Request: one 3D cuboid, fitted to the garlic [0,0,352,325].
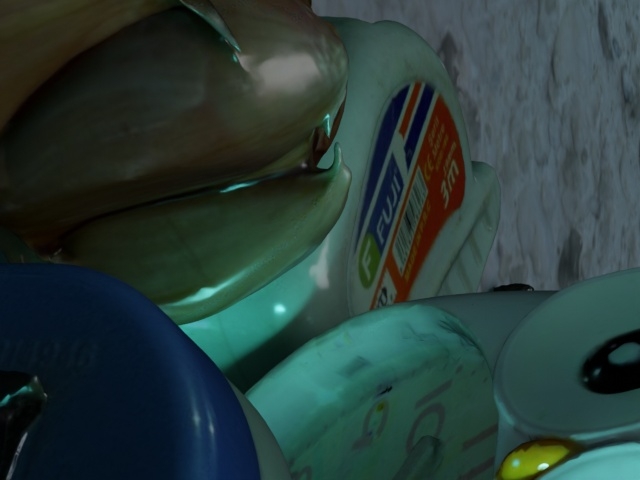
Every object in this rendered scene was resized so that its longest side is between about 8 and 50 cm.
[{"bbox_3d":[-0.087,-0.071,0.702,0.214,0.191,0.160,51,18,-35],"label":"garlic"}]

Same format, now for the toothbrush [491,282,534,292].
[{"bbox_3d":[0.173,0.208,1.341,0.041,0.041,0.364,-33,118,-60],"label":"toothbrush"}]

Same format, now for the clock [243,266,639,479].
[{"bbox_3d":[0.096,0.178,0.658,0.250,0.377,0.368,37,44,-22],"label":"clock"}]

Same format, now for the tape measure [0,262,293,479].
[{"bbox_3d":[-0.053,0.117,0.528,0.098,0.351,0.215,54,44,-52],"label":"tape measure"}]

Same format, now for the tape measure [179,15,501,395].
[{"bbox_3d":[0.001,0.001,0.905,0.246,0.125,0.243,64,33,-43],"label":"tape measure"}]
